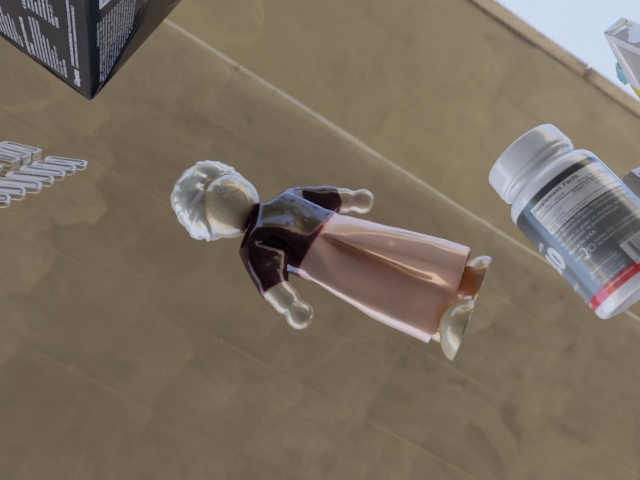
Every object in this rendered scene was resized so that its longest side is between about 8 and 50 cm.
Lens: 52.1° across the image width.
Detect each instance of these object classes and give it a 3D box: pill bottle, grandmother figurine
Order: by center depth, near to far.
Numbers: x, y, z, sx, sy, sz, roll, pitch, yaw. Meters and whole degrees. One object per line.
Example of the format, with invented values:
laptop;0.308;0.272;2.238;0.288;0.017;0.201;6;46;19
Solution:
grandmother figurine;0.000;0.000;0.692;0.342;0.208;0.104;21;-55;13
pill bottle;0.402;-0.035;1.012;0.161;0.161;0.283;-32;-115;-7

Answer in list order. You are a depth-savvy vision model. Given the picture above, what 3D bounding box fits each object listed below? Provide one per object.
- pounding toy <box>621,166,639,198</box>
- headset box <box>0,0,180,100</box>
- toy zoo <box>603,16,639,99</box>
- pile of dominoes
pounding toy;0.557;-0.066;1.121;0.130;0.100;0.141;-16;-127;-42
headset box;-0.198;-0.232;0.301;0.293;0.218;0.110;35;-112;-6
toy zoo;0.421;-0.149;0.733;0.030;0.293;0.192;-40;-63;15
pile of dominoes;-0.450;-0.081;0.866;0.195;0.251;0.040;14;-69;2
